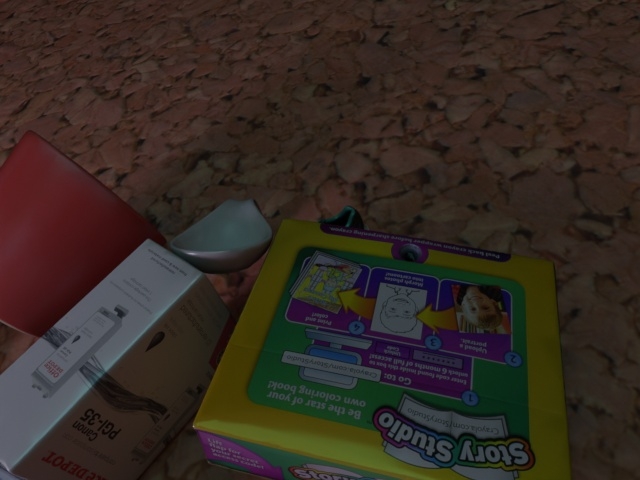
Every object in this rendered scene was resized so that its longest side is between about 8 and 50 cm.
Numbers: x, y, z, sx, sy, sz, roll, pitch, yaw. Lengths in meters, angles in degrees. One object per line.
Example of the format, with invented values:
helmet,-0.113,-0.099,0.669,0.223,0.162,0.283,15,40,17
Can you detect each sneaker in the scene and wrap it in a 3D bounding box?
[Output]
sneaker,0.000,0.000,0.829,0.166,0.076,0.065,-34,50,-14

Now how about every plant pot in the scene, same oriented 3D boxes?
plant pot,-0.436,0.003,0.839,0.275,0.275,0.243,31,76,34

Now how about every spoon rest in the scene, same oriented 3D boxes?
spoon rest,-0.130,-0.014,0.769,0.137,0.084,0.276,-3,10,3

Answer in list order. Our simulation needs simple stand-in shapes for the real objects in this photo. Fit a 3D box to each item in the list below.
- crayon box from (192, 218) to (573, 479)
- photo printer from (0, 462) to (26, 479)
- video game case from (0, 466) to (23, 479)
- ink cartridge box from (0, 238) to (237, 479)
crayon box,0.085,0.138,0.616,0.363,0.106,0.313,10,48,10
photo printer,-0.493,0.363,0.639,0.308,0.107,0.256,-25,49,-6
video game case,-0.404,0.338,0.551,0.213,0.023,0.193,15,58,22
ink cartridge box,-0.246,0.173,0.664,0.117,0.207,0.283,27,63,30
